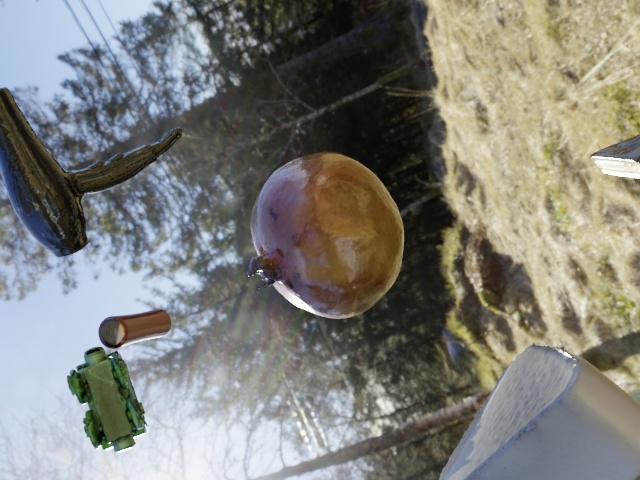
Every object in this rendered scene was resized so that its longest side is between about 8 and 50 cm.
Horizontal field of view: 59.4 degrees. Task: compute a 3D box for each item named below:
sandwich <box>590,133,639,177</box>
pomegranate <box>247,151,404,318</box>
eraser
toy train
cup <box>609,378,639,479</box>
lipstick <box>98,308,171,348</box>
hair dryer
[{"bbox_3d":[0.761,-0.218,1.361,0.079,0.113,0.163,41,179,-17],"label":"sandwich"},{"bbox_3d":[0.000,0.000,1.133,0.338,0.338,0.338,-24,-90,-88],"label":"pomegranate"},{"bbox_3d":[0.348,0.285,0.870,0.150,0.331,0.331,38,177,9],"label":"eraser"},{"bbox_3d":[-0.490,0.371,1.309,0.243,0.132,0.188,65,162,13],"label":"toy train"},{"bbox_3d":[0.596,0.490,1.203,0.401,0.392,0.310,67,170,-17],"label":"cup"},{"bbox_3d":[-0.464,0.220,1.421,0.080,0.080,0.241,67,-170,6],"label":"lipstick"},{"bbox_3d":[-0.265,-0.106,0.665,0.075,0.219,0.196,18,131,48],"label":"hair dryer"}]
